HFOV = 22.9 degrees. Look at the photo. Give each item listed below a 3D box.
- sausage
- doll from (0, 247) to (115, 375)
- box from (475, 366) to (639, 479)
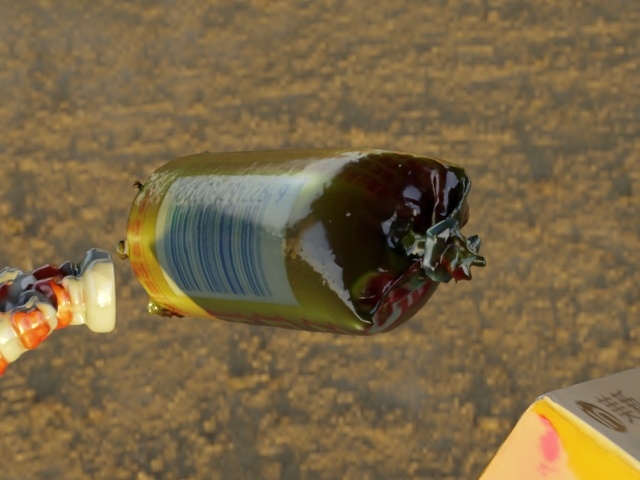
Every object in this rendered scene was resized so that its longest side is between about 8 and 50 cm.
[{"bbox_3d":[0.002,-0.001,0.973,0.125,0.117,0.317,-33,19,-28],"label":"sausage"},{"bbox_3d":[-0.158,0.054,0.611,0.180,0.079,0.094,-30,20,-8],"label":"doll"},{"bbox_3d":[0.084,0.180,0.657,0.091,0.274,0.221,39,14,20],"label":"box"}]
